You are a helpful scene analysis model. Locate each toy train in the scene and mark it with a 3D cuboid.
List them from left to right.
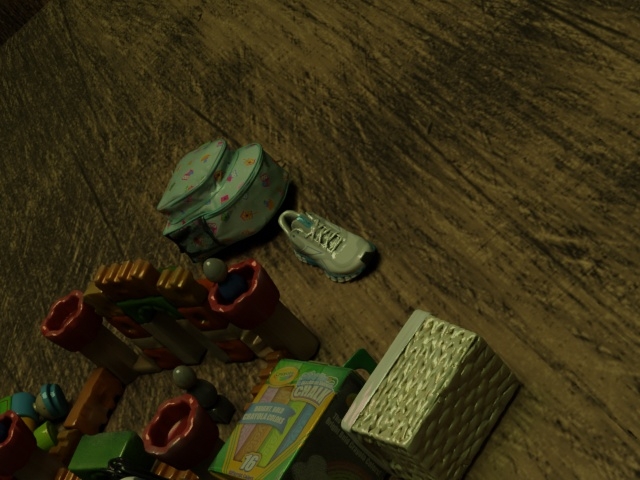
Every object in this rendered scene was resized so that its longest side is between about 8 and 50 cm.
[{"bbox_3d":[-0.448,0.319,1.928,0.143,0.105,0.248,-24,34,6],"label":"toy train"}]

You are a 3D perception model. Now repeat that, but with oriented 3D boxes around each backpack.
[{"bbox_3d":[-0.148,-0.072,2.005,0.188,0.144,0.166,-16,35,33],"label":"backpack"}]

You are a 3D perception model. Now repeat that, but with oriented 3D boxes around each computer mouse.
[{"bbox_3d":[-0.182,0.327,1.577,0.262,0.184,0.060,115,176,-58],"label":"computer mouse"}]

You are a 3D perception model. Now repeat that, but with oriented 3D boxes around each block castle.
[{"bbox_3d":[-0.249,0.186,1.741,0.453,0.213,0.303,-11,44,42],"label":"block castle"}]

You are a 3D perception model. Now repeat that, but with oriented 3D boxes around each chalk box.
[{"bbox_3d":[0.001,0.223,1.491,0.132,0.132,0.213,2,50,50],"label":"chalk box"}]

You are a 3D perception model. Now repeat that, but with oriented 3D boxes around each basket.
[{"bbox_3d":[0.124,0.177,1.427,0.103,0.113,0.167,11,61,51],"label":"basket"}]

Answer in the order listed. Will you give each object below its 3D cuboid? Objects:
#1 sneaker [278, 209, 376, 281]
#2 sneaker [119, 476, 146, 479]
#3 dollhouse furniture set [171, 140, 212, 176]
[{"bbox_3d":[0.000,0.000,1.808,0.071,0.083,0.191,-51,33,-16],"label":"sneaker"},{"bbox_3d":[-0.219,0.359,1.501,0.094,0.235,0.153,-26,25,-21],"label":"sneaker"},{"bbox_3d":[-0.219,-0.133,2.234,0.076,0.058,0.151,-38,32,8],"label":"dollhouse furniture set"}]
